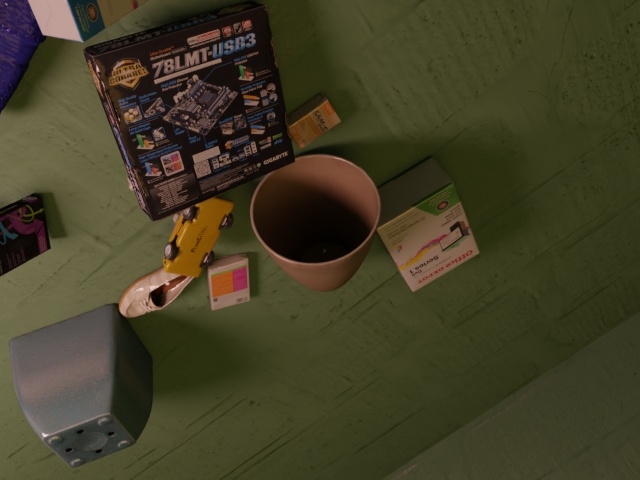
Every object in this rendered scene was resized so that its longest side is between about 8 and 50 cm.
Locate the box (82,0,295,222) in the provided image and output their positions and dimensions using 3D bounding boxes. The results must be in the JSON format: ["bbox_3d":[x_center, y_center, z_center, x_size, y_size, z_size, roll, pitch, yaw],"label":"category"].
[{"bbox_3d":[-0.203,-0.218,1.004,0.296,0.073,0.293,-27,127,-22],"label":"box"}]

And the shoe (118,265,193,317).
[{"bbox_3d":[-0.360,0.109,1.311,0.219,0.058,0.076,-37,134,10],"label":"shoe"}]

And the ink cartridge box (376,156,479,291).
[{"bbox_3d":[0.243,-0.030,1.418,0.201,0.117,0.278,-31,136,4],"label":"ink cartridge box"}]

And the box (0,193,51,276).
[{"bbox_3d":[-0.564,0.000,1.061,0.162,0.029,0.116,-43,147,-49],"label":"box"}]

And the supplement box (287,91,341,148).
[{"bbox_3d":[-0.018,-0.236,1.170,0.098,0.036,0.062,-34,136,7],"label":"supplement box"}]

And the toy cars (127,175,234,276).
[{"bbox_3d":[-0.274,-0.102,1.146,0.176,0.087,0.393,-26,133,-18],"label":"toy cars"}]

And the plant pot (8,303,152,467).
[{"bbox_3d":[-0.516,0.341,1.314,0.248,0.252,0.247,-20,134,-7],"label":"plant pot"}]

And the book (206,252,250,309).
[{"bbox_3d":[-0.214,0.098,1.388,0.096,0.035,0.144,-12,134,-18],"label":"book"}]

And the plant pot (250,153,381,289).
[{"bbox_3d":[0.000,0.000,1.270,0.257,0.256,0.274,-20,151,-6],"label":"plant pot"}]

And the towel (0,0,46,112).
[{"bbox_3d":[-0.526,-0.317,0.847,0.228,0.076,0.308,27,115,-32],"label":"towel"}]

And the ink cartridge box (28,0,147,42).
[{"bbox_3d":[-0.302,-0.391,0.821,0.078,0.231,0.134,15,137,21],"label":"ink cartridge box"}]
